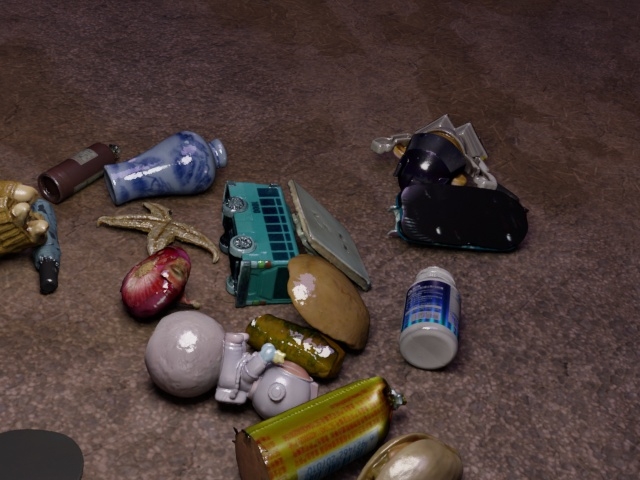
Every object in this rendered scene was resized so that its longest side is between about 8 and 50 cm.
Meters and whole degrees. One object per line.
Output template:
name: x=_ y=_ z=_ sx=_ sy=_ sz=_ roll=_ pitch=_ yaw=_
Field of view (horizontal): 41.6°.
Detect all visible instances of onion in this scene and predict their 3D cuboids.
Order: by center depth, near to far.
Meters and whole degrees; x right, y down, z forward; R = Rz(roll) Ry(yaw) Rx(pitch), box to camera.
onion: x=-0.280 y=0.093 z=1.546 sx=0.150 sy=0.140 sz=0.150 roll=-31 pitch=31 yaw=21

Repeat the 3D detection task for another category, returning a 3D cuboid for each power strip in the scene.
power strip: x=0.000 y=0.000 z=1.681 sx=0.213 sy=0.065 sz=0.198 roll=40 pitch=20 yaw=-36

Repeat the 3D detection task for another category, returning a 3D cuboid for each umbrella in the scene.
umbrella: x=-0.532 y=0.006 z=1.630 sx=0.052 sy=0.053 sz=0.250 roll=-5 pitch=40 yaw=-18

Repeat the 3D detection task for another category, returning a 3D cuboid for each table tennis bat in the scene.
table tennis bat: x=-0.481 y=0.337 z=1.255 sx=0.247 sy=0.022 sz=0.138 roll=4 pitch=39 yaw=-8

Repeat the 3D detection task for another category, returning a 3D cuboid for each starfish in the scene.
starfish: x=-0.324 y=-0.013 z=1.700 sx=0.247 sy=0.050 sz=0.138 roll=31 pitch=45 yaw=30

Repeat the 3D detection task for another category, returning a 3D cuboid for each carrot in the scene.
carrot: x=-0.043 y=0.185 z=1.482 sx=0.173 sy=0.082 sz=0.082 roll=25 pitch=41 yaw=19

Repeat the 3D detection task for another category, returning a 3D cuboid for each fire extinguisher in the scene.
fire extinguisher: x=-0.518 y=-0.162 z=1.838 sx=0.099 sy=0.071 sz=0.231 roll=-1 pitch=29 yaw=34

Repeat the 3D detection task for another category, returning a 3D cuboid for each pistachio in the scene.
pistachio: x=0.134 y=0.361 z=1.278 sx=0.185 sy=0.124 sz=0.124 roll=-27 pitch=49 yaw=-16

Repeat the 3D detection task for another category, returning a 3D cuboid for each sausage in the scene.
sausage: x=0.014 y=0.295 z=1.323 sx=0.318 sy=0.117 sz=0.125 roll=-19 pitch=88 yaw=-33

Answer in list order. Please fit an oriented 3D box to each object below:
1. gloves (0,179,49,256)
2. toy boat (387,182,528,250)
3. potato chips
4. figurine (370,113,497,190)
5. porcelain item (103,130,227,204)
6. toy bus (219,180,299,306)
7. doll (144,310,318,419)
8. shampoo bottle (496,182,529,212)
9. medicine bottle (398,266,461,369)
gloves: x=-0.664 y=-0.034 z=1.573 sx=0.357 sy=0.155 sz=0.203 roll=0 pitch=28 yaw=17
toy boat: x=0.297 y=-0.041 z=1.823 sx=0.299 sy=0.092 sz=0.134 roll=6 pitch=72 yaw=-16
potato chips: x=0.028 y=0.103 z=1.523 sx=0.208 sy=0.062 sz=0.195 roll=55 pitch=25 yaw=6
figurine: x=0.266 y=-0.190 z=1.962 sx=0.309 sy=0.143 sz=0.308 roll=-5 pitch=24 yaw=2
porcelain item: x=-0.330 y=-0.154 z=1.815 sx=0.259 sy=0.141 sz=0.141 roll=-19 pitch=45 yaw=-18
toy bus: x=-0.121 y=0.001 z=1.660 sx=0.147 sy=0.128 sz=0.256 roll=0 pitch=42 yaw=-14
doll: x=-0.142 y=0.217 z=1.386 sx=0.287 sy=0.150 sz=0.151 roll=21 pitch=40 yaw=5
shampoo bottle: x=0.431 y=-0.105 z=1.976 sx=0.048 sy=0.027 sz=0.137 roll=-20 pitch=47 yaw=-28
medicine bottle: x=0.206 y=0.139 z=1.564 sx=0.107 sy=0.107 sz=0.191 roll=12 pitch=39 yaw=4
